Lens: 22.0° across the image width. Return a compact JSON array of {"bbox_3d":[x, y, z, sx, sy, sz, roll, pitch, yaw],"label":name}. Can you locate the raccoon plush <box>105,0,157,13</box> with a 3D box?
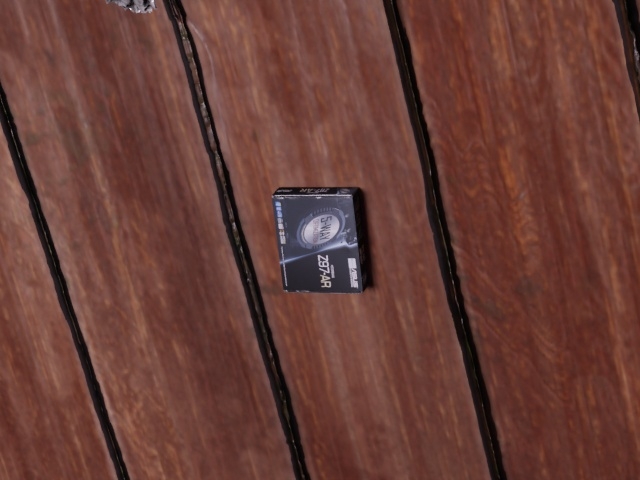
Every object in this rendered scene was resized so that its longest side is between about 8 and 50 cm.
[{"bbox_3d":[-0.289,-0.259,1.070,0.446,0.216,0.299,-14,142,-15],"label":"raccoon plush"}]

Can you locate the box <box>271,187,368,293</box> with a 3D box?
[{"bbox_3d":[0.000,0.000,1.285,0.067,0.018,0.083,1,112,18],"label":"box"}]
